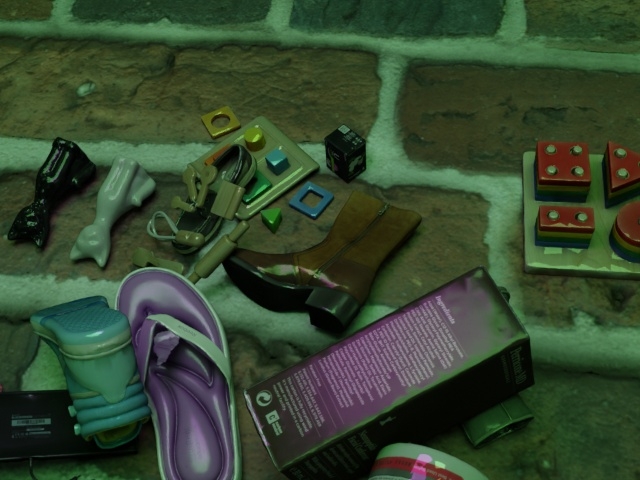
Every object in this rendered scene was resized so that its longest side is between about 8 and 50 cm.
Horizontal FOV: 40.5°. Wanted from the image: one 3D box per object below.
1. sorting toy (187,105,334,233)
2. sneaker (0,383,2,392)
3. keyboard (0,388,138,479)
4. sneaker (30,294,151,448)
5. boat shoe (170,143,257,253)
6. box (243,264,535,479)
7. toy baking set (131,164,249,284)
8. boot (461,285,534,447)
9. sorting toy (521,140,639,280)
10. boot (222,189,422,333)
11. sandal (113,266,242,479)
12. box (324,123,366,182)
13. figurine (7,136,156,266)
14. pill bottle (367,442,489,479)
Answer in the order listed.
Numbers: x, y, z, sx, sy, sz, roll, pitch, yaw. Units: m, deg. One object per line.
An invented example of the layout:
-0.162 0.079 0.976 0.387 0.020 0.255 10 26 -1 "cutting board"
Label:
-0.130 -0.149 1.639 0.196 0.047 0.348 -35 59 -19 "sorting toy"
-0.607 0.314 1.322 0.121 0.112 0.299 30 48 3 "sneaker"
-0.432 0.312 1.292 0.317 0.033 0.201 0 45 -18 "keyboard"
-0.353 0.203 1.331 0.127 0.208 0.319 -16 11 -21 "sneaker"
-0.202 -0.081 1.554 0.080 0.073 0.223 31 79 29 "boat shoe"
0.106 0.210 1.241 0.381 0.191 0.143 -30 57 -1 "box"
-0.221 -0.015 1.492 0.256 0.030 0.196 -49 51 15 "toy baking set"
0.265 0.193 1.350 0.190 0.076 0.208 -34 51 -1 "boot"
0.486 -0.066 1.504 0.256 0.089 0.257 3 55 7 "sorting toy"
0.000 0.000 1.499 0.264 0.096 0.280 17 53 26 "boot"
-0.213 0.206 1.339 0.169 0.102 0.416 -20 64 -10 "sandal"
0.047 -0.161 1.610 0.052 0.083 0.062 -37 60 -21 "box"
-0.440 -0.062 1.590 0.215 0.092 0.209 17 66 15 "figurine"
0.104 0.443 1.125 0.176 0.176 0.318 17 58 16 "pill bottle"
